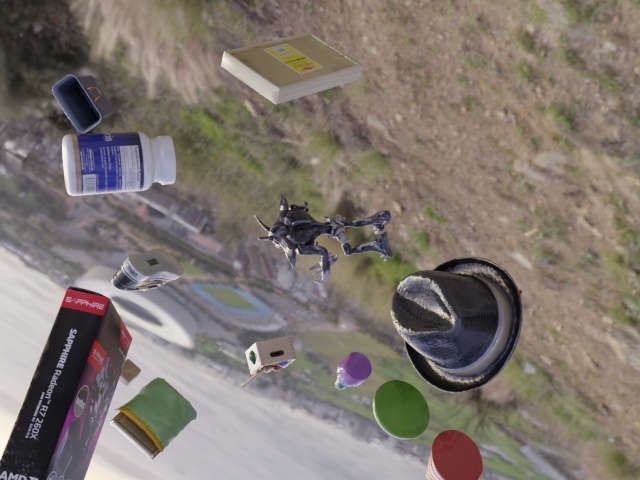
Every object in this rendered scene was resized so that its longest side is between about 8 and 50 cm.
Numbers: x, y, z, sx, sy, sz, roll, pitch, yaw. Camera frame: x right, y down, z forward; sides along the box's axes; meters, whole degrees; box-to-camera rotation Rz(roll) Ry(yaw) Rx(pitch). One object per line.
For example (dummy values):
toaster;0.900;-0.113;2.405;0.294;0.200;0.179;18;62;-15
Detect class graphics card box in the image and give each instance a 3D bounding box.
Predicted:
graphics card box;-0.461;0.299;1.439;0.094;0.370;0.232;13;154;4

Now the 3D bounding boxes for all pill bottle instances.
pill bottle;-0.505;-0.195;1.970;0.265;0.153;0.153;-5;168;-21

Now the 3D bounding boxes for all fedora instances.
fedora;0.259;0.161;1.667;0.153;0.334;0.334;22;164;-33

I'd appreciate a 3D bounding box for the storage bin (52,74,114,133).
storage bin;-0.574;-0.349;1.935;0.098;0.091;0.135;-28;101;25

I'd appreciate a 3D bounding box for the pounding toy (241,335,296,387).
pounding toy;-0.158;0.352;2.277;0.141;0.100;0.130;-8;161;-25

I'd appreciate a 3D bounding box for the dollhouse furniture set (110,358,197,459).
dollhouse furniture set;-0.458;0.377;1.989;0.301;0.197;0.151;39;133;6

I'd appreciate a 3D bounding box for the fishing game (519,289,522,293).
fishing game;0.385;0.191;1.911;0.041;0.189;0.264;42;159;-13

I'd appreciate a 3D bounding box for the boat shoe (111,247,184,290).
boat shoe;-0.367;0.067;1.663;0.077;0.070;0.219;52;-166;12

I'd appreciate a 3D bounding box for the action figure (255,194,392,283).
action figure;0.000;0.000;1.541;0.276;0.164;0.141;0;145;-17

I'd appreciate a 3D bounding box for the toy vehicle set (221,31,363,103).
toy vehicle set;-0.056;-0.372;1.667;0.166;0.267;0.035;39;132;25

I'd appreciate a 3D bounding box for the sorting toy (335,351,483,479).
sorting toy;0.165;0.393;1.650;0.365;0.127;0.126;41;139;7
